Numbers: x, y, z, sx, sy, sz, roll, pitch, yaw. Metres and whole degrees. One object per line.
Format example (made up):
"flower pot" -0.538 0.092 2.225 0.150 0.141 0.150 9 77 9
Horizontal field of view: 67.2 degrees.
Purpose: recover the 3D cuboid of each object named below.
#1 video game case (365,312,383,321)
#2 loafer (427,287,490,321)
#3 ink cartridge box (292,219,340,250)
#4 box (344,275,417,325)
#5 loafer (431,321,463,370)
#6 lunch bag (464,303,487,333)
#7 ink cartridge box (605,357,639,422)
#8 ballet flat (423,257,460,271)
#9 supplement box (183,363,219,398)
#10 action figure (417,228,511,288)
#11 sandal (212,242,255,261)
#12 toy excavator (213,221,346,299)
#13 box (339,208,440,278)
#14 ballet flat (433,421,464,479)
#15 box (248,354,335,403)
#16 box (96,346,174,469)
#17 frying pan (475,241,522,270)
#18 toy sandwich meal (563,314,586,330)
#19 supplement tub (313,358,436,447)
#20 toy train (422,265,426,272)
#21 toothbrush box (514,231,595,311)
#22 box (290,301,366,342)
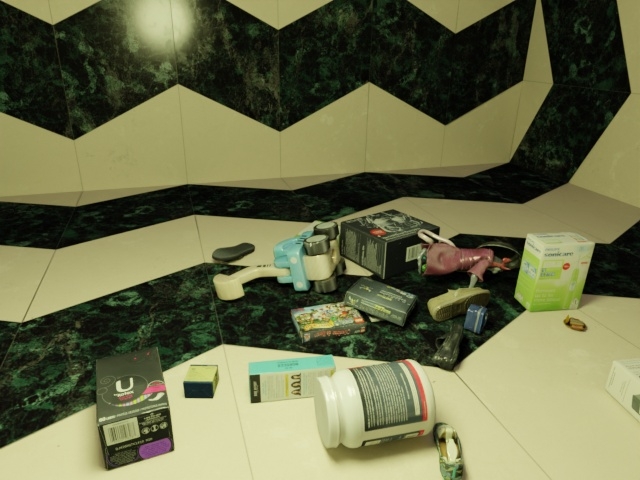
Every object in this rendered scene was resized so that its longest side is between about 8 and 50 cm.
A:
"video game case" 0.233 0.270 1.798 0.122 0.011 0.087 -5 23 -15
"loafer" 0.516 0.223 1.804 0.269 0.102 0.092 -10 31 -22
"ink cartridge box" 0.000 0.000 2.330 0.189 0.097 0.255 12 27 24
"box" 0.227 0.221 1.792 0.233 0.059 0.183 19 22 19
"loafer" 0.416 0.333 1.568 0.078 0.076 0.223 17 30 17
"lunch bag" 0.550 0.273 1.691 0.065 0.098 0.067 17 22 27
"ink cartridge box" 0.952 0.437 1.288 0.198 0.114 0.273 -3 23 -9
"ballet flat" 0.557 0.098 2.157 0.231 0.077 0.077 9 10 6
"supplement box" -0.343 0.406 1.391 0.083 0.056 0.083 1 23 0
"action figure" 0.586 0.069 1.973 0.370 0.275 0.248 -2 18 12
"sandal" -0.394 0.065 2.230 0.097 0.054 0.254 23 21 29
"toy excavator" -0.156 0.110 1.975 0.445 0.222 0.433 -6 20 19
"box" 0.314 0.004 2.223 0.343 0.178 0.312 -15 26 -34
"ballet flat" 0.317 0.500 1.182 0.070 0.070 0.188 2 22 2
"box" -0.081 0.394 1.375 0.244 0.100 0.060 -3 22 -9
"box" -0.482 0.418 1.244 0.165 0.143 0.270 -9 24 -23
"frying pan" 0.804 0.079 2.006 0.326 0.197 0.053 14 63 11
"toy sandwich meal" 0.919 0.296 1.737 0.086 0.029 0.085 1 23 0
"supplement tub" 0.133 0.412 1.219 0.272 0.191 0.191 -4 23 -13
"toy train" 0.465 0.130 2.126 0.017 0.023 0.083 -10 25 -24
"toothbrush box" 0.884 0.119 1.835 0.206 0.283 0.122 -2 22 -8
"box" 0.026 0.285 1.710 0.233 0.044 0.159 -6 23 -17
